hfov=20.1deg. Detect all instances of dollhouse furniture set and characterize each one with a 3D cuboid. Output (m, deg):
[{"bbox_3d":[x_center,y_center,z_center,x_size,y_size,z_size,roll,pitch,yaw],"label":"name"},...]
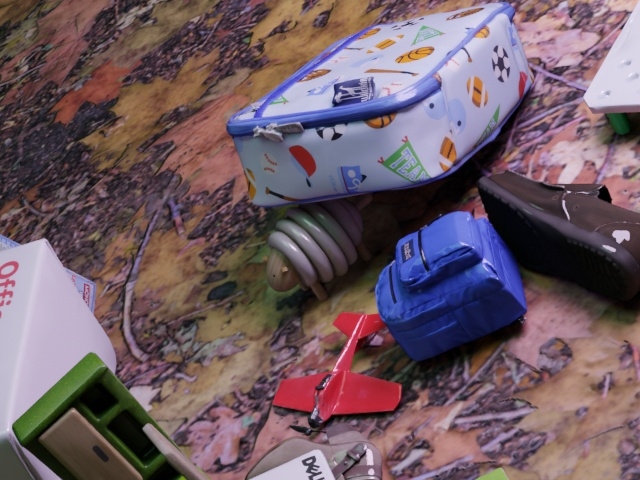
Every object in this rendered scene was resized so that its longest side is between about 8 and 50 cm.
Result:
[{"bbox_3d":[-0.226,0.274,1.498,0.301,0.151,0.197,-43,30,-6],"label":"dollhouse furniture set"}]

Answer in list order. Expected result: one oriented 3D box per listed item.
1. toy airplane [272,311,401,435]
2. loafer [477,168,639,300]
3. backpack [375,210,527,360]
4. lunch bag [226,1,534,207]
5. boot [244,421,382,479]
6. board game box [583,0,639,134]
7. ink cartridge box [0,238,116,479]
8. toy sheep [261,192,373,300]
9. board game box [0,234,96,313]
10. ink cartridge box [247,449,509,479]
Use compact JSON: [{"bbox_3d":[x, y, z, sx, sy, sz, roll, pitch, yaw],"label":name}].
[{"bbox_3d":[0.022,0.115,1.622,0.151,0.028,0.151,-24,33,18],"label":"toy airplane"},{"bbox_3d":[0.221,-0.012,1.576,0.078,0.080,0.220,-35,36,-18],"label":"loafer"},{"bbox_3d":[0.105,0.038,1.584,0.120,0.101,0.098,-30,27,18],"label":"backpack"},{"bbox_3d":[0.054,-0.133,1.762,0.243,0.115,0.303,-5,21,34],"label":"lunch bag"},{"bbox_3d":[-0.004,0.202,1.523,0.118,0.042,0.087,-32,35,6],"label":"boot"},{"bbox_3d":[0.484,-0.246,1.655,0.390,0.050,0.390,0,47,43],"label":"board game box"},{"bbox_3d":[-0.419,0.190,1.750,0.395,0.166,0.285,-16,37,13],"label":"ink cartridge box"},{"bbox_3d":[0.000,0.000,1.735,0.132,0.091,0.091,-44,34,-14],"label":"toy sheep"},{"bbox_3d":[-0.348,0.058,1.914,0.194,0.194,0.060,-33,45,47],"label":"board game box"},{"bbox_3d":[0.033,0.233,1.349,0.255,0.097,0.189,-25,25,-3],"label":"ink cartridge box"}]
